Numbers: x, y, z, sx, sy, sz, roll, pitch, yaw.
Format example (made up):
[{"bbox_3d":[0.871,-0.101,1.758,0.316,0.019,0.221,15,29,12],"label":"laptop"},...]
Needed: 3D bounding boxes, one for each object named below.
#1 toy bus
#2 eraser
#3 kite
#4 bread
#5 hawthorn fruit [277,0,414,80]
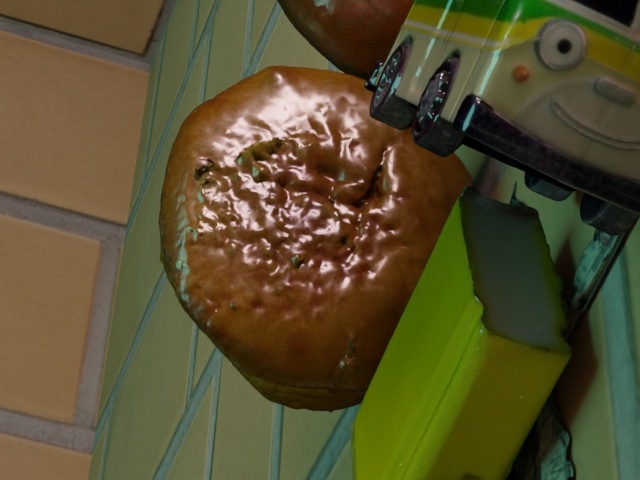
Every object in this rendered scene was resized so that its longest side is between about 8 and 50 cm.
[{"bbox_3d":[0.142,-0.118,1.142,0.179,0.143,0.305,-65,11,5],"label":"toy bus"},{"bbox_3d":[0.086,0.102,1.242,0.158,0.069,0.226,-96,24,-54],"label":"eraser"},{"bbox_3d":[0.129,0.101,1.247,0.406,0.014,0.368,-93,21,-54],"label":"kite"},{"bbox_3d":[0.000,0.000,1.431,0.146,0.268,0.268,104,175,-65],"label":"bread"},{"bbox_3d":[0.074,-0.192,1.493,0.251,0.199,0.199,66,147,29],"label":"hawthorn fruit"}]
